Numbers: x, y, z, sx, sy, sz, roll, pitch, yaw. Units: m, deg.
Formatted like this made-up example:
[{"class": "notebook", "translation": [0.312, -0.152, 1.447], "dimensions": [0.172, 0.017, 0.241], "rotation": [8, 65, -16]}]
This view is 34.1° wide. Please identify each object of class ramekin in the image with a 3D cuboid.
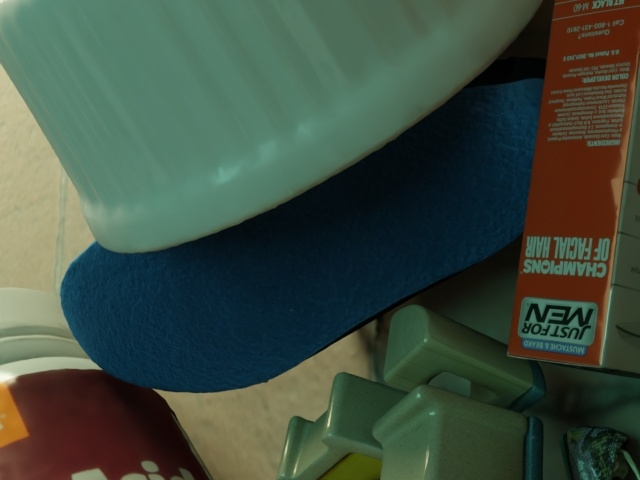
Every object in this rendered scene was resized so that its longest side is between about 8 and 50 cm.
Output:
[{"class": "ramekin", "translation": [-0.037, -0.128, 0.545], "dimensions": [0.277, 0.135, 0.277], "rotation": [-28, 21, 12]}]

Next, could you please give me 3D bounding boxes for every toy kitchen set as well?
[{"class": "toy kitchen set", "translation": [0.052, 0.159, 0.487], "dimensions": [0.166, 0.122, 0.207], "rotation": [-50, 20, 45]}]

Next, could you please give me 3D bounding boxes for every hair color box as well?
[{"class": "hair color box", "translation": [0.140, -0.024, 0.460], "dimensions": [0.053, 0.093, 0.167], "rotation": [1, 80, 50]}]

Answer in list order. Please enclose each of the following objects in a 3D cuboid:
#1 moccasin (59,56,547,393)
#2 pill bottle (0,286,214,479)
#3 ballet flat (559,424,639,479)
[{"class": "moccasin", "translation": [0.000, 0.000, 0.599], "dimensions": [0.342, 0.117, 0.138], "rotation": [-18, 106, 31]}, {"class": "pill bottle", "translation": [-0.154, 0.213, 0.633], "dimensions": [0.392, 0.224, 0.224], "rotation": [48, 116, 44]}, {"class": "ballet flat", "translation": [0.134, 0.139, 0.468], "dimensions": [0.041, 0.041, 0.114], "rotation": [-23, 65, 44]}]
